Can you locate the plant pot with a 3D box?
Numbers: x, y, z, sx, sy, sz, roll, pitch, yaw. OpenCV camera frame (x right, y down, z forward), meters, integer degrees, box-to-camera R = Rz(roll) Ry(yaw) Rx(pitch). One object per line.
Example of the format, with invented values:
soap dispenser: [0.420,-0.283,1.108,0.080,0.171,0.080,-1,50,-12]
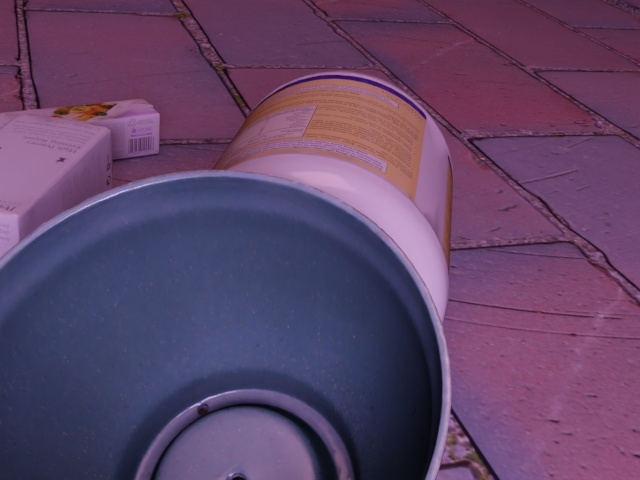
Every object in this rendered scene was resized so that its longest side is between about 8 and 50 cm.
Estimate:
plant pot: [-0.067,0.130,0.511,0.293,0.196,0.293,-4,53,5]

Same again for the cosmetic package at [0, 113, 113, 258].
cosmetic package: [-0.314,-0.051,0.859,0.117,0.085,0.231,8,29,4]

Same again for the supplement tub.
supplement tub: [0.000,0.000,0.757,0.241,0.241,0.331,11,30,5]

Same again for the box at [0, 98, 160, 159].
box: [-0.371,-0.133,1.069,0.324,0.067,0.063,-13,35,-31]
